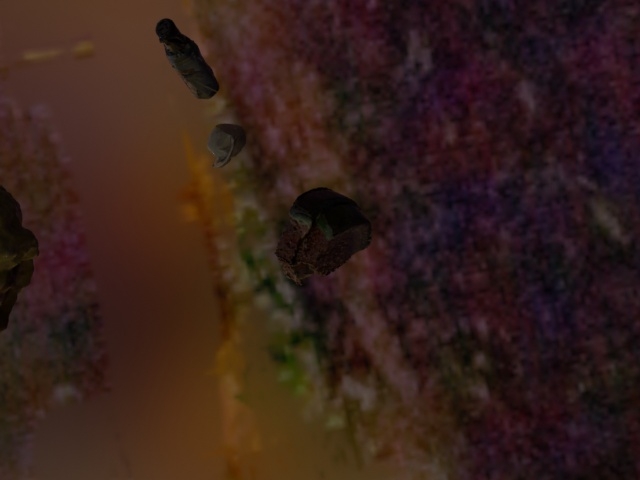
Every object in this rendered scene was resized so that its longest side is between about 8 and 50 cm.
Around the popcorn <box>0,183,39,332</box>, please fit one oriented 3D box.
[{"bbox_3d":[-0.447,0.014,1.619,0.173,0.225,0.286,-89,-15,-60],"label":"popcorn"}]

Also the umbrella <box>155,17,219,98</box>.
[{"bbox_3d":[-0.214,-0.291,2.178,0.053,0.052,0.250,61,-178,21],"label":"umbrella"}]

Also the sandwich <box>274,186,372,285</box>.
[{"bbox_3d":[0.008,-0.006,2.110,0.079,0.159,0.235,34,169,19],"label":"sandwich"}]

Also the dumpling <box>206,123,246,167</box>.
[{"bbox_3d":[-0.125,-0.127,1.834,0.076,0.052,0.057,30,121,42],"label":"dumpling"}]
